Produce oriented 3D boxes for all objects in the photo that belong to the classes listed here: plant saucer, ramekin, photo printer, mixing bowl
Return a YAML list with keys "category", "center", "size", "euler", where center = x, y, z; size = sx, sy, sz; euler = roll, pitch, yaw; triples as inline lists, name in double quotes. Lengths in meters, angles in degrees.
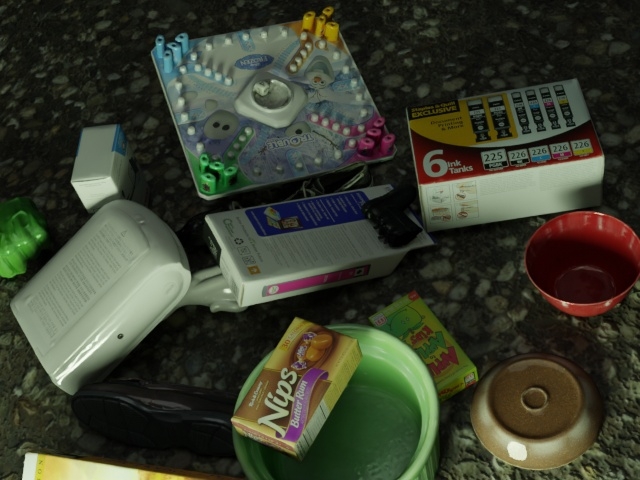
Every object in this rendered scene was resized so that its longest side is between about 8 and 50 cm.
- category: "plant saucer"
  center: [0.324, 0.246, 1.480]
  size: [0.198, 0.036, 0.199]
  euler: [-8, 50, 10]
- category: "ramekin"
  center: [0.035, 0.289, 1.454]
  size: [0.303, 0.148, 0.303]
  euler: [-8, 51, 10]
- category: "photo printer"
  center: [-0.374, 0.083, 1.707]
  size: [0.307, 0.107, 0.256]
  euler: [-46, 46, -1]
- category: "mixing bowl"
  center: [0.420, 0.054, 1.562]
  size: [0.181, 0.098, 0.181]
  euler: [-8, 50, 10]

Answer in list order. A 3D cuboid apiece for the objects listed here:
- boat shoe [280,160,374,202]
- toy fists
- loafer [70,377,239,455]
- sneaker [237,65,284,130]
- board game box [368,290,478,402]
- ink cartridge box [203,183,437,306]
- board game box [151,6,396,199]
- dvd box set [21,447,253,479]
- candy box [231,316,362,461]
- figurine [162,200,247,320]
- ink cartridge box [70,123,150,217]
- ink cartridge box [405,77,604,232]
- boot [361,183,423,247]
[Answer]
- category: "boat shoe"
  center: [-0.008, -0.085, 1.810]
  size: [0.219, 0.070, 0.078]
  euler: [-27, 50, -6]
- category: "toy fists"
  center: [-0.650, 0.030, 1.890]
  size: [0.279, 0.096, 0.142]
  euler: [-26, 40, -3]
- category: "loafer"
  center: [-0.250, 0.275, 1.592]
  size: [0.302, 0.109, 0.095]
  euler: [8, 36, 14]
- category: "sneaker"
  center: [-0.110, -0.245, 1.963]
  size: [0.161, 0.102, 0.282]
  euler: [13, 57, 8]
- category: "board game box"
  center: [0.163, 0.173, 1.577]
  size: [0.092, 0.043, 0.181]
  euler: [-30, 51, -9]
- category: "ink cartridge box"
  center: [0.000, 0.000, 1.699]
  size: [0.370, 0.069, 0.176]
  euler: [-12, 47, -23]
- category: "board game box"
  center: [-0.095, -0.282, 1.902]
  size: [0.389, 0.050, 0.390]
  euler: [-13, 59, -15]
- category: "dvd box set"
  center: [-0.239, 0.465, 1.352]
  size: [0.420, 0.062, 0.308]
  euler: [4, 83, 22]
- category: "candy box"
  center: [-0.032, 0.209, 1.403]
  size: [0.109, 0.053, 0.187]
  euler: [18, 58, 27]
- category: "figurine"
  center: [-0.234, 0.050, 1.770]
  size: [0.209, 0.092, 0.215]
  euler: [-15, 51, 14]
- category: "ink cartridge box"
  center: [-0.393, -0.104, 1.857]
  size: [0.082, 0.191, 0.140]
  euler: [-7, 52, 9]
- category: "ink cartridge box"
  center: [0.315, -0.174, 1.743]
  size: [0.309, 0.130, 0.272]
  euler: [-9, 48, 5]
- category: "boot"
  center: [0.140, -0.042, 1.704]
  size: [0.121, 0.045, 0.099]
  euler: [-23, 49, -25]
